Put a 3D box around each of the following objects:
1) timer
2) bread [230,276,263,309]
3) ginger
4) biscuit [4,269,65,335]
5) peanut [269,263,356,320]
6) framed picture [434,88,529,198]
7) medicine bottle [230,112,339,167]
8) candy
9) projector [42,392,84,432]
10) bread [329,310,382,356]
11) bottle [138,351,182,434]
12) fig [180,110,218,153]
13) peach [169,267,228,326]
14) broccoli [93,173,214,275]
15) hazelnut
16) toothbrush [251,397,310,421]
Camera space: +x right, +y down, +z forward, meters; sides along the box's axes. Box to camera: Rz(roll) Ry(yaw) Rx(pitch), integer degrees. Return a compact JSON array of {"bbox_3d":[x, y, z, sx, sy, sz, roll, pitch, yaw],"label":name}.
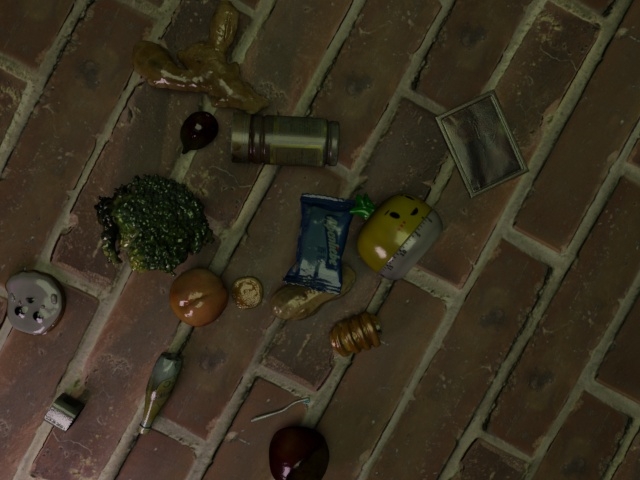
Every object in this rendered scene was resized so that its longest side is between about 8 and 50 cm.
[{"bbox_3d":[0.203,-0.042,1.831,0.285,0.285,0.285,0,94,-3],"label":"timer"},{"bbox_3d":[-0.235,0.168,1.931,0.110,0.024,0.110,0,95,-4],"label":"bread"},{"bbox_3d":[-0.361,-0.509,1.832,0.363,0.122,0.348,-25,86,-11],"label":"ginger"},{"bbox_3d":[-0.897,0.197,1.888,0.181,0.049,0.208,2,92,-2],"label":"biscuit"},{"bbox_3d":[-0.021,0.163,1.893,0.290,0.130,0.130,-29,95,0],"label":"peanut"},{"bbox_3d":[0.520,-0.309,1.942,0.211,0.020,0.289,-25,96,-1],"label":"framed picture"},{"bbox_3d":[-0.107,-0.304,1.842,0.322,0.151,0.151,3,94,-3],"label":"medicine bottle"},{"bbox_3d":[0.000,0.000,1.860,0.187,0.077,0.331,11,66,-4],"label":"candy"},{"bbox_3d":[-0.807,0.542,1.898,0.082,0.083,0.083,33,92,-5],"label":"projector"},{"bbox_3d":[0.117,0.304,1.933,0.177,0.084,0.119,-23,94,3],"label":"bread"},{"bbox_3d":[-0.516,0.488,1.912,0.083,0.083,0.269,20,96,-4],"label":"bottle"},{"bbox_3d":[-0.382,-0.325,1.858,0.109,0.103,0.154,5,133,-40],"label":"fig"},{"bbox_3d":[-0.375,0.176,1.851,0.184,0.184,0.184,0,94,-3],"label":"peach"},{"bbox_3d":[-0.493,-0.038,1.774,0.334,0.324,0.272,32,102,6],"label":"broccoli"},{"bbox_3d":[-0.080,0.684,1.911,0.208,0.208,0.208,0,94,-3],"label":"hazelnut"},{"bbox_3d":[-0.131,0.553,1.969,0.204,0.017,0.022,-19,76,-2],"label":"toothbrush"}]
